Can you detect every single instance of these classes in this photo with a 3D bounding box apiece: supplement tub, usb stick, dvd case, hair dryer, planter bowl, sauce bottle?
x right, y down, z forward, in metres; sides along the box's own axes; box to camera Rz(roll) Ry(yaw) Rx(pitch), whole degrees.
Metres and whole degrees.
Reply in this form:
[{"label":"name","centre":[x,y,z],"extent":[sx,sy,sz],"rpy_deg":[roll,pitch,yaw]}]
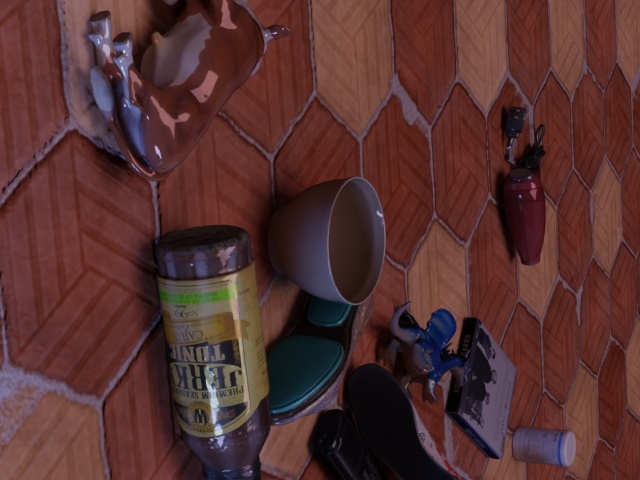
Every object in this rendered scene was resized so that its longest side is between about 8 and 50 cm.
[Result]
[{"label":"supplement tub","centre":[0.431,0.396,2.406],"extent":[0.071,0.107,0.071],"rpy_deg":[-4,94,-61]},{"label":"usb stick","centre":[0.058,0.339,1.780],"extent":[0.278,0.045,0.077],"rpy_deg":[60,33,-43]},{"label":"dvd case","centre":[0.291,0.266,2.224],"extent":[0.238,0.030,0.179],"rpy_deg":[49,49,-52]},{"label":"hair dryer","centre":[0.406,-0.098,2.370],"extent":[0.223,0.080,0.293],"rpy_deg":[23,72,-61]},{"label":"planter bowl","centre":[0.000,0.000,1.590],"extent":[0.162,0.109,0.162],"rpy_deg":[-2,92,-62]},{"label":"sauce bottle","centre":[-0.109,0.159,1.391],"extent":[0.111,0.111,0.344],"rpy_deg":[-29,115,-58]}]

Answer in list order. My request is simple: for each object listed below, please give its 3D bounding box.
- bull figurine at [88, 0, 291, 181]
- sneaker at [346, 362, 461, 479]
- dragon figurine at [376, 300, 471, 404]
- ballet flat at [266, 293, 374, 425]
[{"label":"bull figurine","centre":[-0.139,-0.206,1.338],"extent":[0.188,0.101,0.310],"rpy_deg":[62,38,-36]},{"label":"sneaker","centre":[0.114,0.292,1.848],"extent":[0.270,0.090,0.145],"rpy_deg":[54,-6,-8]},{"label":"dragon figurine","centre":[0.155,0.150,1.907],"extent":[0.144,0.085,0.289],"rpy_deg":[-65,144,-37]},{"label":"ballet flat","centre":[0.003,0.151,1.614],"extent":[0.316,0.108,0.106],"rpy_deg":[-56,147,-44]}]
